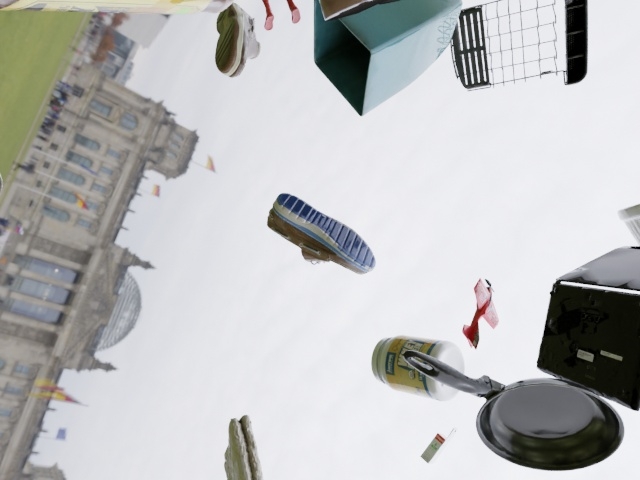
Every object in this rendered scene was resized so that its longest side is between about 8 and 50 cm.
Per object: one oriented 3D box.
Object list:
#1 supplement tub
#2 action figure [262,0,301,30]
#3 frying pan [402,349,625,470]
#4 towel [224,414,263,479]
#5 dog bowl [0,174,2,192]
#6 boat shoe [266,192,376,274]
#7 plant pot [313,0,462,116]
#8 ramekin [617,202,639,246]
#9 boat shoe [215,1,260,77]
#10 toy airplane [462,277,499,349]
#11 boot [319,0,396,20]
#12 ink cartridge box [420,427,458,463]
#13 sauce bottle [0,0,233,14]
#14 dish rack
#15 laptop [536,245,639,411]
[{"bbox_3d":[0.242,0.314,1.229,0.200,0.144,0.144,-3,-114,47],"label":"supplement tub"},{"bbox_3d":[-0.128,-0.565,1.045,0.139,0.092,0.280,125,-53,-77],"label":"action figure"},{"bbox_3d":[0.269,0.255,0.728,0.053,0.326,0.197,-66,166,-53],"label":"frying pan"},{"bbox_3d":[-0.128,0.472,0.862,0.282,0.049,0.187,-116,-150,-45],"label":"towel"},{"bbox_3d":[-0.583,-0.076,0.568,0.349,0.349,0.102,-32,-100,43],"label":"dog bowl"},{"bbox_3d":[0.000,0.000,0.758,0.066,0.183,0.066,-54,-179,35],"label":"boat shoe"},{"bbox_3d":[0.129,-0.385,0.902,0.234,0.165,0.165,-32,-110,-13],"label":"plant pot"},{"bbox_3d":[0.768,-0.051,0.987,0.273,0.273,0.127,-27,-100,46],"label":"ramekin"},{"bbox_3d":[-0.173,-0.444,1.093,0.095,0.095,0.257,-40,-138,36],"label":"boat shoe"},{"bbox_3d":[0.307,0.144,0.940,0.028,0.151,0.151,2,-111,39],"label":"toy airplane"},{"bbox_3d":[0.091,-0.359,0.608,0.112,0.115,0.305,-7,-159,39],"label":"boot"},{"bbox_3d":[0.312,0.530,1.282,0.029,0.063,0.115,35,-94,33],"label":"ink cartridge box"},{"bbox_3d":[-0.220,-0.235,0.373,0.111,0.344,0.111,20,-60,41],"label":"sauce bottle"},{"bbox_3d":[0.422,-0.427,1.059,0.272,0.208,0.074,-5,-145,23],"label":"dish rack"},{"bbox_3d":[0.509,0.125,0.813,0.234,0.137,0.264,178,-76,-80],"label":"laptop"}]
